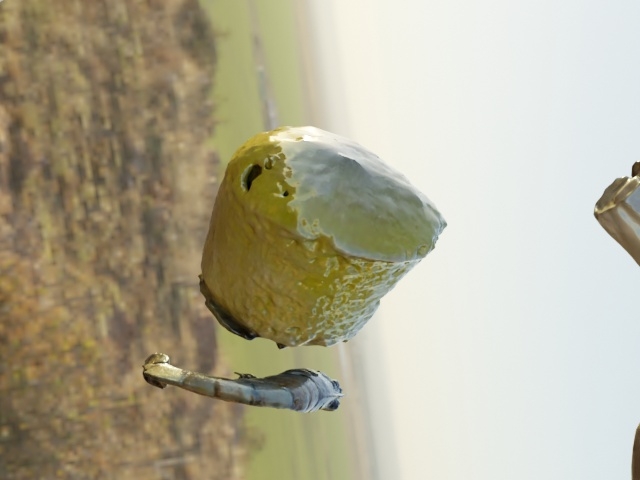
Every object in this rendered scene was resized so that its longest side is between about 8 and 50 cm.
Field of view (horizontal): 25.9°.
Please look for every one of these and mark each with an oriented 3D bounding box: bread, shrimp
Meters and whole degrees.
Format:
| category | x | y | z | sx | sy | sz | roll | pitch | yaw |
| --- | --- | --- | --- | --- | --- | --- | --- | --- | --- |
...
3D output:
| category | x | y | z | sx | sy | sz | roll | pitch | yaw |
| --- | --- | --- | --- | --- | --- | --- | --- | --- | --- |
| bread | -0.003 | -0.003 | 1.183 | 0.197 | 0.197 | 0.170 | -95 | -154 | -55 |
| shrimp | -0.063 | 0.112 | 1.095 | 0.195 | 0.148 | 0.035 | 16 | 79 | -69 |

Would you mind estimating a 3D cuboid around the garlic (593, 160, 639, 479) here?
| category | x | y | z | sx | sy | sz | roll | pitch | yaw |
| --- | --- | --- | --- | --- | --- | --- | --- | --- | --- |
| garlic | 0.197 | 0.052 | 0.593 | 0.212 | 0.218 | 0.218 | 44 | 1 | 2 |
